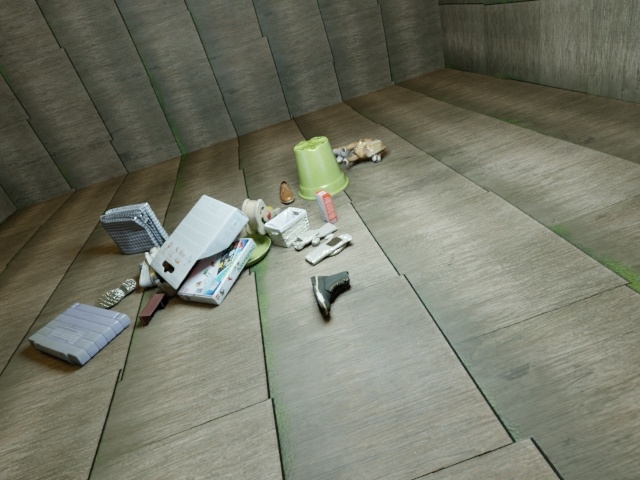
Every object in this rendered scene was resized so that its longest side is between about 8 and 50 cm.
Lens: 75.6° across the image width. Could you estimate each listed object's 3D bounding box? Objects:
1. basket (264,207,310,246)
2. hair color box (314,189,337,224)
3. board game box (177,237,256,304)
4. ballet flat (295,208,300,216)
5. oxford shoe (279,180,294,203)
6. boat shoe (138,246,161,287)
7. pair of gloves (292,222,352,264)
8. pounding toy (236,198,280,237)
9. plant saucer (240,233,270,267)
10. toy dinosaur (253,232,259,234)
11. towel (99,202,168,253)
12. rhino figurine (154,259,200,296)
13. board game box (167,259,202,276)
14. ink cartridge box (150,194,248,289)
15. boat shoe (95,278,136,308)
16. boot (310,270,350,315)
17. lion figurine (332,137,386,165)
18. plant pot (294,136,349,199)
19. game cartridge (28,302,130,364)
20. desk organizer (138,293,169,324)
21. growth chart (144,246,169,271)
[{"bbox_3d":[-0.140,-0.057,1.795,0.113,0.103,0.167,14,41,43],"label":"basket"},{"bbox_3d":[0.026,-0.146,1.817,0.043,0.141,0.072,-28,31,-18],"label":"hair color box"},{"bbox_3d":[-0.407,0.113,1.645,0.193,0.053,0.305,2,47,30],"label":"board game box"},{"bbox_3d":[-0.165,-0.110,1.950,0.173,0.049,0.057,-26,29,-15],"label":"ballet flat"},{"bbox_3d":[-0.187,-0.257,2.187,0.076,0.076,0.212,-18,31,-5],"label":"oxford shoe"},{"bbox_3d":[-0.764,0.122,1.845,0.088,0.096,0.267,-18,38,-10],"label":"boat shoe"},{"bbox_3d":[0.000,0.000,1.687,0.204,0.042,0.240,-26,30,-14],"label":"pair of gloves"},{"bbox_3d":[-0.301,-0.108,1.811,0.154,0.154,0.269,4,12,22],"label":"pounding toy"},{"bbox_3d":[-0.323,0.052,1.776,0.241,0.037,0.241,-13,31,8],"label":"plant saucer"},{"bbox_3d":[-0.290,-0.047,1.945,0.082,0.047,0.090,-58,4,-27],"label":"toy dinosaur"},{"bbox_3d":[-0.942,-0.050,2.082,0.283,0.235,0.121,-5,35,23],"label":"towel"},{"bbox_3d":[-0.579,0.128,1.698,0.106,0.073,0.243,11,59,34],"label":"rhino figurine"},{"bbox_3d":[-0.567,0.087,1.838,0.146,0.045,0.193,-7,32,18],"label":"board game box"},{"bbox_3d":[-0.504,0.007,1.700,0.308,0.091,0.385,23,75,47],"label":"ink cartridge box"},{"bbox_3d":[-0.866,0.231,1.752,0.178,0.064,0.060,-40,6,-37],"label":"boat shoe"},{"bbox_3d":[0.046,0.161,1.365,0.137,0.077,0.198,-14,30,-4],"label":"boot"},{"bbox_3d":[0.165,-0.500,2.348,0.240,0.142,0.392,-29,26,-33],"label":"lion figurine"},{"bbox_3d":[-0.015,-0.385,2.127,0.276,0.254,0.276,-13,29,8],"label":"plant pot"},{"bbox_3d":[-0.924,0.350,1.578,0.355,0.068,0.230,4,40,32],"label":"game cartridge"},{"bbox_3d":[-0.636,0.261,1.583,0.050,0.047,0.130,-7,31,13],"label":"desk organizer"},{"bbox_3d":[-0.645,0.055,1.814,0.237,0.021,0.172,-20,39,-16],"label":"growth chart"}]
